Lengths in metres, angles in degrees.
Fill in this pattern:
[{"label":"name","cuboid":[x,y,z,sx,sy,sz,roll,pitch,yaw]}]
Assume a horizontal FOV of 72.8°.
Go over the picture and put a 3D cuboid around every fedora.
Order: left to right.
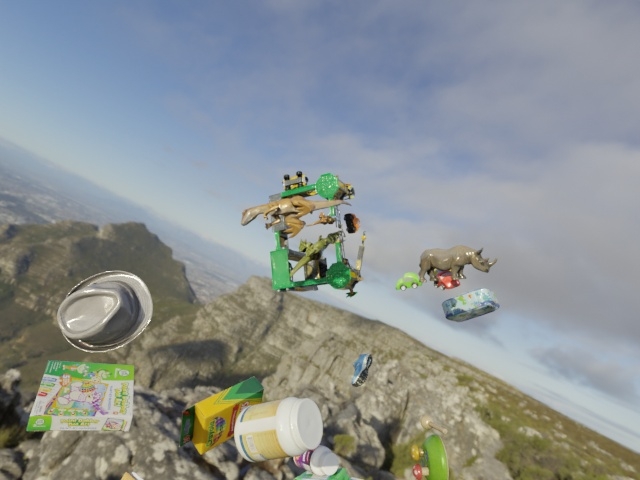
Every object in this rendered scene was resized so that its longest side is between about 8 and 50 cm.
[{"label":"fedora","cuboid":[-0.664,0.210,1.305,0.275,0.244,0.124,-18,-11,-6]}]

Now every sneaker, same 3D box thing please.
[{"label":"sneaker","cuboid":[0.177,0.586,1.964,0.073,0.162,0.063,0,-44,40]}]

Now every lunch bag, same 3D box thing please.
[{"label":"lunch bag","cuboid":[0.659,0.286,1.897,0.218,0.090,0.176,-27,-30,28]}]

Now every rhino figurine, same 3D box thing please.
[{"label":"rhino figurine","cuboid":[0.422,0.069,1.353,0.243,0.107,0.073,-8,-5,29]}]

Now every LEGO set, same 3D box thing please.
[{"label":"LEGO set","cuboid":[0.000,0.000,1.115,0.254,0.332,0.192,-20,-15,20]}]

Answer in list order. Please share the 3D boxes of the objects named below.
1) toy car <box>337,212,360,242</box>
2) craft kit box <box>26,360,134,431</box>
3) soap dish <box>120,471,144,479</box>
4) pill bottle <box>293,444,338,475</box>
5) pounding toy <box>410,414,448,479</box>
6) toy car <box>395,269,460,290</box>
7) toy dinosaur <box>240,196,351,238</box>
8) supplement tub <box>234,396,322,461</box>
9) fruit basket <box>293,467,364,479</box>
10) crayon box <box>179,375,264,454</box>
[{"label":"toy car","cuboid":[0.073,-0.035,1.226,0.040,0.060,0.122,-17,-12,-36]},{"label":"craft kit box","cuboid":[-0.674,0.445,1.254,0.246,0.061,0.250,15,14,-27]},{"label":"soap dish","cuboid":[-0.739,1.078,1.702,0.228,0.291,0.118,36,27,10]},{"label":"pill bottle","cuboid":[-0.016,0.884,1.758,0.108,0.108,0.193,29,-26,-29]},{"label":"pounding toy","cuboid":[0.381,0.775,1.576,0.110,0.237,0.183,0,-4,-4]},{"label":"toy car","cuboid":[0.365,0.126,1.505,0.224,0.053,0.239,-14,8,19]},{"label":"toy dinosaur","cuboid":[-0.034,-0.058,0.753,0.211,0.064,0.112,-5,27,-9]},{"label":"supplement tub","cuboid":[-0.109,0.496,1.144,0.199,0.145,0.144,-21,-30,26]},{"label":"fruit basket","cuboid":[-0.037,1.038,1.696,0.327,0.166,0.353,-20,-1,37]},{"label":"crayon box","cuboid":[-0.375,0.679,1.668,0.318,0.202,0.081,-14,37,-42]}]
